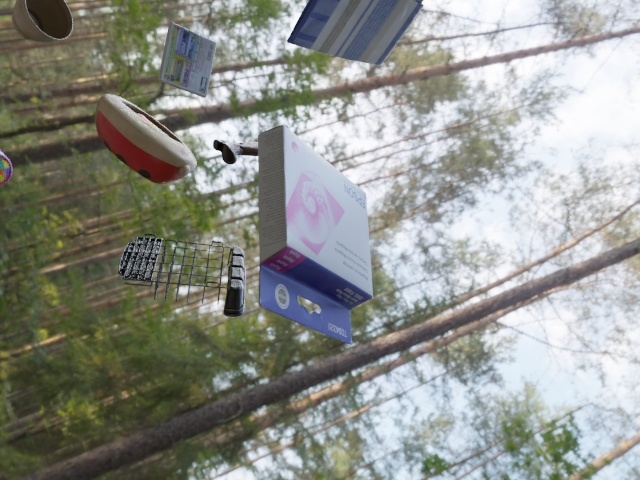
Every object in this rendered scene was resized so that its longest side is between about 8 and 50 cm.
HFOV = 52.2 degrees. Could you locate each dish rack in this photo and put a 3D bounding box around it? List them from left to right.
[{"bbox_3d":[-0.293,0.067,1.414,0.208,0.271,0.074,-101,-160,-63],"label":"dish rack"}]

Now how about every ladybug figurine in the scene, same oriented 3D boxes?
[{"bbox_3d":[-0.603,-0.329,2.208,0.449,0.305,0.162,39,-84,29],"label":"ladybug figurine"}]

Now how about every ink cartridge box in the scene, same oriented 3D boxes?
[{"bbox_3d":[0.000,0.000,1.226,0.071,0.324,0.330,-16,-116,26],"label":"ink cartridge box"}]

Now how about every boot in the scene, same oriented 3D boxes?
[{"bbox_3d":[-0.166,-0.193,1.437,0.106,0.114,0.037,48,-54,43],"label":"boot"}]

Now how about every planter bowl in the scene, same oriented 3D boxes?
[{"bbox_3d":[-0.818,-0.643,1.888,0.109,0.162,0.162,-12,-83,27],"label":"planter bowl"}]

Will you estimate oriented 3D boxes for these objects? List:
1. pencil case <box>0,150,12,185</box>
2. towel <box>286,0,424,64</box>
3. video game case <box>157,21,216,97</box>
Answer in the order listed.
[{"bbox_3d":[-0.923,-0.232,1.791,0.236,0.104,0.105,36,-45,41],"label":"pencil case"},{"bbox_3d":[0.084,-0.499,1.463,0.209,0.284,0.034,-52,-129,38],"label":"towel"},{"bbox_3d":[-0.475,-0.644,2.343,0.023,0.193,0.213,7,-94,48],"label":"video game case"}]
